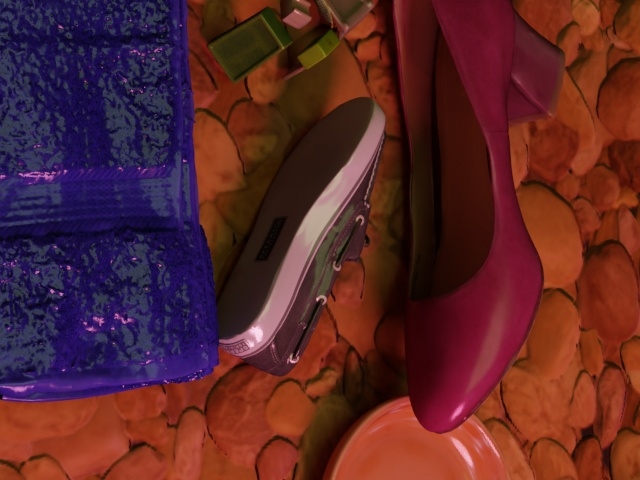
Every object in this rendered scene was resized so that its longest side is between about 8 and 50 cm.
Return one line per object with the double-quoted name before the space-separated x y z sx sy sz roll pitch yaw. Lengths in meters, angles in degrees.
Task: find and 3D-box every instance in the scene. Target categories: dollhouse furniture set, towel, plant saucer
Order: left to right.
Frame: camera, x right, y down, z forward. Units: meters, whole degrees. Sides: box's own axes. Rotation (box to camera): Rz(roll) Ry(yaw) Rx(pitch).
"towel" -0.171 -0.046 1.195 0.228 0.076 0.308 -5 87 -39
"dollhouse furniture set" -0.023 -0.173 1.360 0.076 0.059 0.151 54 37 -11
"plant saucer" 0.072 0.220 1.375 0.200 0.037 0.200 5 81 -38

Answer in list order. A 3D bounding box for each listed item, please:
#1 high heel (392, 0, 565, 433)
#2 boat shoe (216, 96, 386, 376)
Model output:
"high heel" 0.085 -0.045 1.370 0.181 0.127 0.377 32 55 -32
"boat shoe" 0.000 0.000 1.323 0.076 0.080 0.228 42 62 -33
